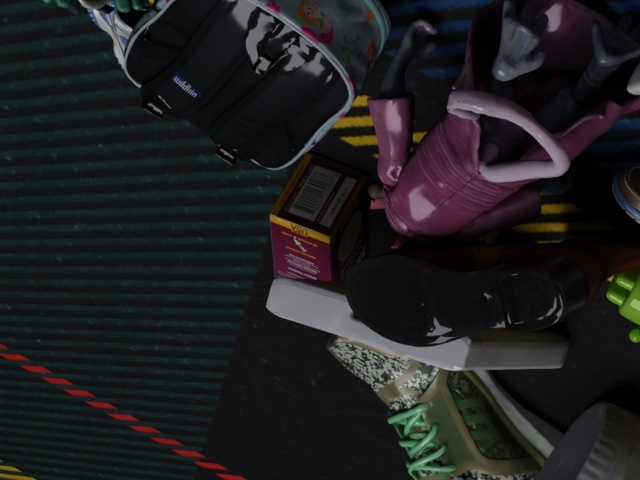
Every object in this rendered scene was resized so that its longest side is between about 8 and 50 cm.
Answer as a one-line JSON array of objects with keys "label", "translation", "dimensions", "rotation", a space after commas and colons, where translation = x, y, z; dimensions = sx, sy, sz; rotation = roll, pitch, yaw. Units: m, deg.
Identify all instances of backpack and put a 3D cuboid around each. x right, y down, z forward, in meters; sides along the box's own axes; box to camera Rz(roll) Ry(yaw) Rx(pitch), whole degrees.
[{"label": "backpack", "translation": [-0.053, -0.206, 1.723], "dimensions": [0.225, 0.191, 0.253], "rotation": [34, 157, -10]}]

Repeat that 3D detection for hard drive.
[{"label": "hard drive", "translation": [0.119, 0.096, 1.958], "dimensions": [0.233, 0.047, 0.353], "rotation": [16, -177, 24]}]

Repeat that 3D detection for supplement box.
[{"label": "supplement box", "translation": [0.000, 0.000, 2.063], "dimensions": [0.081, 0.104, 0.188], "rotation": [21, 149, 16]}]

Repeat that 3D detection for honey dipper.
[{"label": "honey dipper", "translation": [0.126, -0.036, 1.979], "dimensions": [0.160, 0.030, 0.030], "rotation": [22, 149, 23]}]

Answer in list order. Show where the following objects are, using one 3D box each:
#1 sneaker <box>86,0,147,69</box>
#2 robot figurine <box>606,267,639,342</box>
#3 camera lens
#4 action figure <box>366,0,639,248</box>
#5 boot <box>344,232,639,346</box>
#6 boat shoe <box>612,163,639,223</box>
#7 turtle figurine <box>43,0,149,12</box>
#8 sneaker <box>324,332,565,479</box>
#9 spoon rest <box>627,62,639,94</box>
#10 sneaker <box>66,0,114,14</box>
[{"label": "sneaker", "translation": [-0.207, -0.231, 1.962], "dimensions": [0.058, 0.052, 0.135], "rotation": [-7, 133, 41]}, {"label": "robot figurine", "translation": [0.368, 0.067, 1.872], "dimensions": [0.115, 0.067, 0.101], "rotation": [30, 130, 3]}, {"label": "camera lens", "translation": [0.404, 0.348, 2.100], "dimensions": [0.274, 0.219, 0.219], "rotation": [32, 150, -2]}, {"label": "action figure", "translation": [0.162, -0.074, 1.675], "dimensions": [0.248, 0.276, 0.370], "rotation": [31, 136, -12]}, {"label": "boot", "translation": [0.196, 0.022, 1.783], "dimensions": [0.264, 0.280, 0.096], "rotation": [-11, 97, 34]}, {"label": "boat shoe", "translation": [0.380, -0.035, 1.726], "dimensions": [0.183, 0.066, 0.066], "rotation": [23, 145, -6]}, {"label": "turtle figurine", "translation": [-0.222, -0.345, 1.743], "dimensions": [0.175, 0.118, 0.234], "rotation": [14, 129, 6]}, {"label": "sneaker", "translation": [0.162, 0.258, 2.219], "dimensions": [0.410, 0.182, 0.158], "rotation": [37, 149, -10]}, {"label": "spoon rest", "translation": [0.396, -0.104, 1.609], "dimensions": [0.276, 0.084, 0.137], "rotation": [35, 152, -33]}, {"label": "sneaker", "translation": [-0.299, -0.291, 1.910], "dimensions": [0.153, 0.094, 0.235], "rotation": [47, 137, -10]}]
